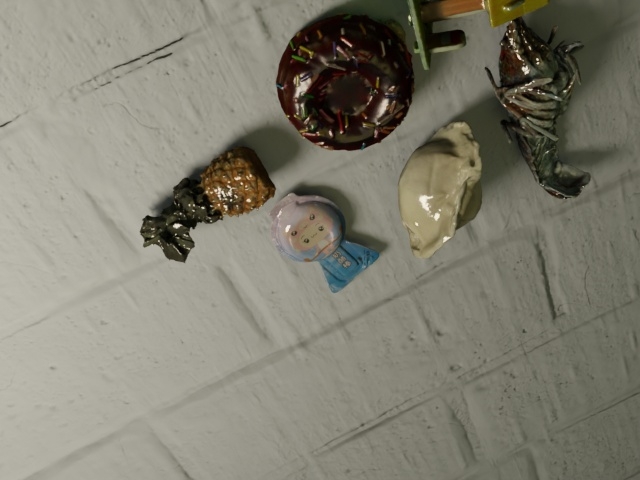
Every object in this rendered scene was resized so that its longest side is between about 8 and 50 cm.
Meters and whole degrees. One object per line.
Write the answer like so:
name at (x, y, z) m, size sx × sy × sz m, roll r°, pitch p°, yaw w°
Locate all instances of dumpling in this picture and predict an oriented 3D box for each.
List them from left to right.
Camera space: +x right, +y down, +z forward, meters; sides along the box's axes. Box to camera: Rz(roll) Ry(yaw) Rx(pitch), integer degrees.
dumpling at (0.214, -0.076, 1.481) m, size 0.146 × 0.193 × 0.258 m, roll 12°, pitch 122°, yaw -20°

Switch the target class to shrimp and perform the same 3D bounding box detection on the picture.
shrimp at (0.386, -0.230, 1.468) m, size 0.221 × 0.166 × 0.411 m, roll -50°, pitch 147°, yaw -23°

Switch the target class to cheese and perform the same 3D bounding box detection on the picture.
cheese at (0.000, 0.000, 1.549) m, size 0.135 × 0.052 × 0.244 m, roll -40°, pitch 126°, yaw 10°

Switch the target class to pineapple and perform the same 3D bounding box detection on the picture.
pineapple at (-0.195, -0.057, 1.403) m, size 0.237 × 0.119 × 0.111 m, roll -32°, pitch 114°, yaw 6°

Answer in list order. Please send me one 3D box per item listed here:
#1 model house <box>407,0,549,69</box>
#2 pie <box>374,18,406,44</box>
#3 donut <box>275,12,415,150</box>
model house at (0.256, -0.399, 1.129) m, size 0.323 × 0.340 × 0.300 m, roll -9°, pitch 126°, yaw 15°
pie at (0.100, -0.322, 1.381) m, size 0.084 × 0.020 × 0.085 m, roll -8°, pitch 126°, yaw -11°
donut at (0.045, -0.243, 1.361) m, size 0.234 × 0.089 × 0.235 m, roll -3°, pitch 126°, yaw -5°
